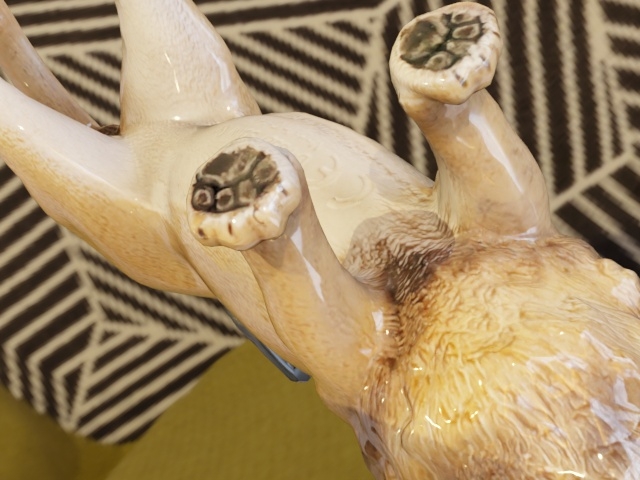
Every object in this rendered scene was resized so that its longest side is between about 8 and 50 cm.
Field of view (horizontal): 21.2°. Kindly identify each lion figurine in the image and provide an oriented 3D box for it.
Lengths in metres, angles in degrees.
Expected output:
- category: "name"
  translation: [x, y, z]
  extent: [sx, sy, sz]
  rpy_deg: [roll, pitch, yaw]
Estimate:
- category: "lion figurine"
  translation: [-0.011, 0.000, 0.613]
  extent: [0.142, 0.240, 0.392]
  rpy_deg: [-39, 47, -8]

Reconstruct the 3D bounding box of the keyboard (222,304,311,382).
- category: "keyboard"
  translation: [0.000, 0.000, 1.106]
  extent: [0.100, 0.192, 0.038]
  rpy_deg: [44, 131, -8]
